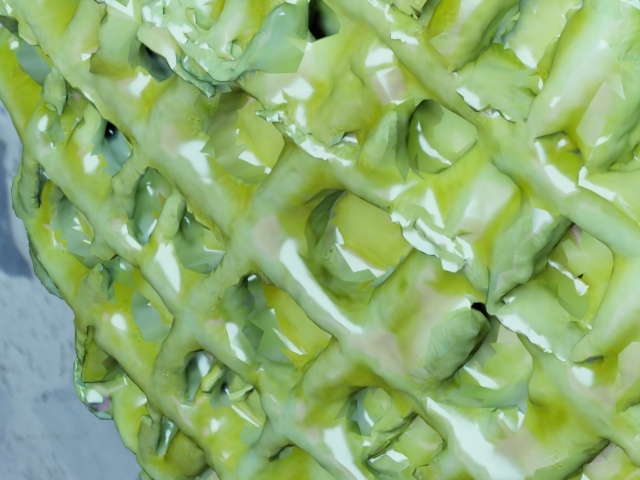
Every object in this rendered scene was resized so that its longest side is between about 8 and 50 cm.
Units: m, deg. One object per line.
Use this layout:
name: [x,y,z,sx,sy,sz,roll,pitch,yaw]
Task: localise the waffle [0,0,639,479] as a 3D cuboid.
waffle: [0.000,0.000,0.435,0.317,0.073,0.297,8,119,42]
